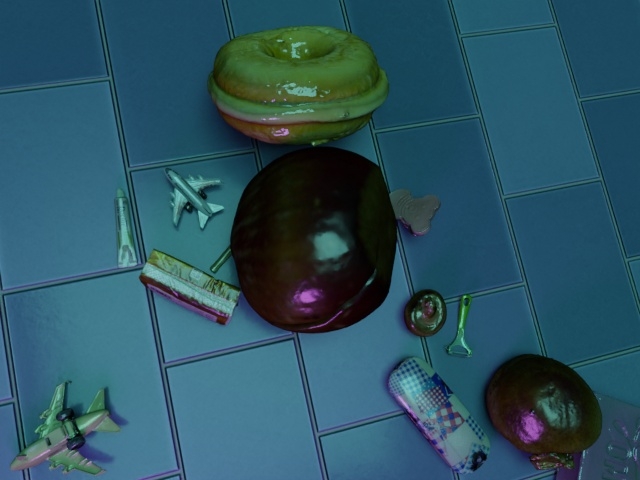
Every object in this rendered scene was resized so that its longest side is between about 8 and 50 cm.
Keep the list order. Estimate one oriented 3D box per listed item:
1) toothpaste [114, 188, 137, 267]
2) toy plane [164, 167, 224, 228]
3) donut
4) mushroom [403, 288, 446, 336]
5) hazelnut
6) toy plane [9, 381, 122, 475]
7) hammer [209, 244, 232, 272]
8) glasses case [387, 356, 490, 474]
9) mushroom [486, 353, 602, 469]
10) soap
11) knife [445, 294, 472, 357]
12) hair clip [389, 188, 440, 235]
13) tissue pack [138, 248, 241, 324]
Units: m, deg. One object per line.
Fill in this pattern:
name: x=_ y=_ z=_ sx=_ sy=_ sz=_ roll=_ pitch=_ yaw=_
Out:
toothpaste: x=-0.486 y=-0.031 z=1.414 sx=0.048 sy=0.029 sz=0.197 roll=-7 pitch=84 yaw=-11
toy plane: x=-0.330 y=-0.117 z=1.439 sx=0.171 sy=0.065 sz=0.162 roll=44 pitch=76 yaw=1
donut: x=-0.054 y=-0.383 z=1.397 sx=0.448 sy=0.198 sz=0.449 roll=1 pitch=38 yaw=-1
mushroom: x=0.273 y=0.188 z=1.491 sx=0.126 sy=0.085 sz=0.109 roll=-35 pitch=123 yaw=-17
hazelnut: x=0.000 y=0.000 z=1.337 sx=0.401 sy=0.402 sz=0.430 roll=-2 pitch=73 yaw=-11
toy plane: x=-0.580 y=0.442 z=1.282 sx=0.244 sy=0.092 sz=0.229 roll=-27 pitch=70 yaw=-17
hammer: x=-0.216 y=0.001 z=1.466 sx=0.062 sy=0.013 sz=0.199 roll=40 pitch=75 yaw=-1
glasses case: x=0.301 y=0.442 z=1.453 sx=0.125 sy=0.076 sz=0.327 roll=-39 pitch=90 yaw=-16
mushroom: x=0.566 y=0.435 z=1.440 sx=0.263 sy=0.195 sz=0.283 roll=-14 pitch=86 yaw=1
soap: x=0.784 y=0.575 z=1.509 sx=0.285 sy=0.107 sz=0.297 roll=18 pitch=78 yaw=-9
knife: x=0.378 y=0.227 z=1.532 sx=0.078 sy=0.022 sz=0.166 roll=12 pitch=80 yaw=-15
hair clip: x=0.237 y=-0.082 z=1.522 sx=0.138 sy=0.102 sz=0.123 roll=36 pitch=73 yaw=-2
tissue pack: x=-0.302 y=0.115 z=1.342 sx=0.226 sy=0.183 sz=0.092 roll=24 pitch=76 yaw=-6
